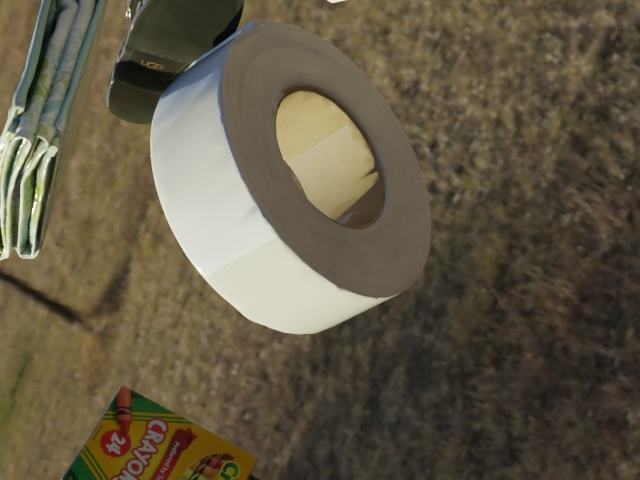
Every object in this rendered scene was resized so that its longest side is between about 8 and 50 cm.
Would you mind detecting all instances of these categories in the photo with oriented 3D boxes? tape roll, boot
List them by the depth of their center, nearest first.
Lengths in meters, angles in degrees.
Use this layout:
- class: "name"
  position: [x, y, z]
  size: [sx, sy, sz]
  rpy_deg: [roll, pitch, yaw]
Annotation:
- class: "tape roll"
  position: [-0.023, -0.060, 1.204]
  size: [0.100, 0.286, 0.286]
  rpy_deg: [-29, 40, 36]
- class: "boot"
  position: [-0.154, -0.268, 1.312]
  size: [0.263, 0.091, 0.229]
  rpy_deg: [-42, 38, 48]

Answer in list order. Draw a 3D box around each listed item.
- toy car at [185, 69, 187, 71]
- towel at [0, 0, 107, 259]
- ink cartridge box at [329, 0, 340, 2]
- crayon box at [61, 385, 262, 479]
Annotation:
- class: "toy car"
  position: [-0.213, -0.218, 2.232]
  size: [0.239, 0.053, 0.225]
  rpy_deg: [124, 138, -51]
- class: "towel"
  position: [-0.387, -0.195, 1.830]
  size: [0.320, 0.090, 0.374]
  rpy_deg: [117, 165, -50]
- class: "ink cartridge box"
  position: [-0.023, -0.401, 1.302]
  size: [0.117, 0.283, 0.207]
  rpy_deg: [-6, 67, 43]
- class: "crayon box"
  position: [-0.248, 0.408, 2.158]
  size: [0.202, 0.319, 0.081]
  rpy_deg: [-60, -5, -33]
